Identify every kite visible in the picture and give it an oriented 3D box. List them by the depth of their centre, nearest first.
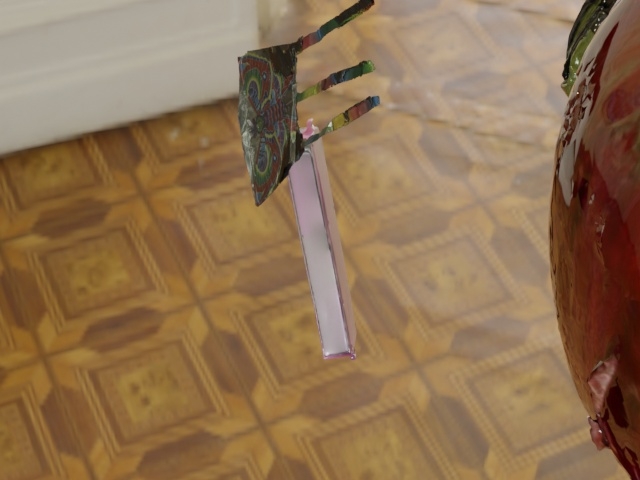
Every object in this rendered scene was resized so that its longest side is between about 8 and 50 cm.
[{"bbox_3d":[-0.020,-0.131,1.254,0.015,0.285,0.152,-4,80,-28],"label":"kite"}]

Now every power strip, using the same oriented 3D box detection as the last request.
[{"bbox_3d":[0.000,0.000,1.592,0.037,0.279,0.109,-9,13,7],"label":"power strip"}]

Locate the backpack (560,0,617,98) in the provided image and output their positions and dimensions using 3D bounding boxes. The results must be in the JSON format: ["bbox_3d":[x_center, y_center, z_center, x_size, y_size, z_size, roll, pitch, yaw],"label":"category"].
[{"bbox_3d":[0.412,-0.273,1.814,0.140,0.253,0.207,46,40,20],"label":"backpack"}]

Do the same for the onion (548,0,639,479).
[{"bbox_3d":[0.196,-0.014,0.418,0.276,0.276,0.276,0,49,0],"label":"onion"}]
